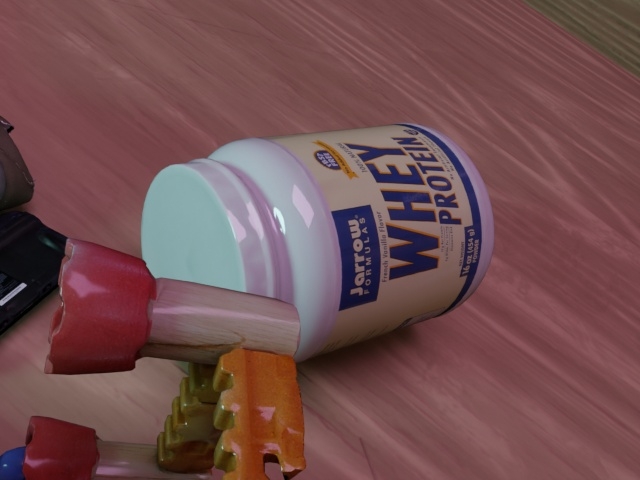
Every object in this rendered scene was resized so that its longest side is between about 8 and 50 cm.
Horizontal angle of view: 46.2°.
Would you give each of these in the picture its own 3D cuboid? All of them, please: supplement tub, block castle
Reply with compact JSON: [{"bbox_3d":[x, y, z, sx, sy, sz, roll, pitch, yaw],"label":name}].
[{"bbox_3d":[0.000,0.000,0.807,0.325,0.235,0.235,-12,56,-37],"label":"supplement tub"},{"bbox_3d":[-0.137,0.253,0.426,0.213,0.303,0.453,10,44,-20],"label":"block castle"}]

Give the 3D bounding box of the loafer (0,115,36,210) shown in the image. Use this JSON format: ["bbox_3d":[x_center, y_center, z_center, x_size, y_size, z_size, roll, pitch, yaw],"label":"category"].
[{"bbox_3d":[-0.398,-0.117,0.827,0.251,0.094,0.087,52,15,22],"label":"loafer"}]

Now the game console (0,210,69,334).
[{"bbox_3d":[-0.347,0.092,0.667,0.213,0.044,0.361,34,42,3],"label":"game console"}]
